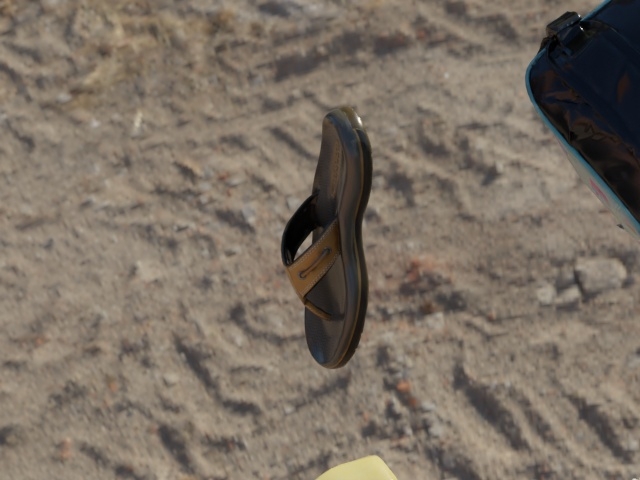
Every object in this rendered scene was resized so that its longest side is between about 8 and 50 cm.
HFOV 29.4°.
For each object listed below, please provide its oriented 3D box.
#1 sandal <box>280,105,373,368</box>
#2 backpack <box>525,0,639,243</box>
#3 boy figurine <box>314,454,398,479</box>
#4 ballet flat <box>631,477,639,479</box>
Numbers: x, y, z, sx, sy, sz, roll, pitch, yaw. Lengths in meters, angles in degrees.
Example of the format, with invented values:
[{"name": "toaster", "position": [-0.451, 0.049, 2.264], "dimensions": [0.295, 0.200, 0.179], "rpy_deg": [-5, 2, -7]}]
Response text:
[{"name": "sandal", "position": [0.000, 0.000, 0.987], "dimensions": [0.060, 0.219, 0.090], "rpy_deg": [-6, 28, -23]}, {"name": "backpack", "position": [0.230, -0.061, 0.680], "dimensions": [0.166, 0.144, 0.188], "rpy_deg": [-39, 62, 12]}, {"name": "boy figurine", "position": [0.091, 0.285, 0.901], "dimensions": [0.092, 0.177, 0.285], "rpy_deg": [-38, 79, -22]}, {"name": "ballet flat", "position": [0.397, 0.342, 1.464], "dimensions": [0.108, 0.106, 0.316], "rpy_deg": [-10, -4, 27]}]
